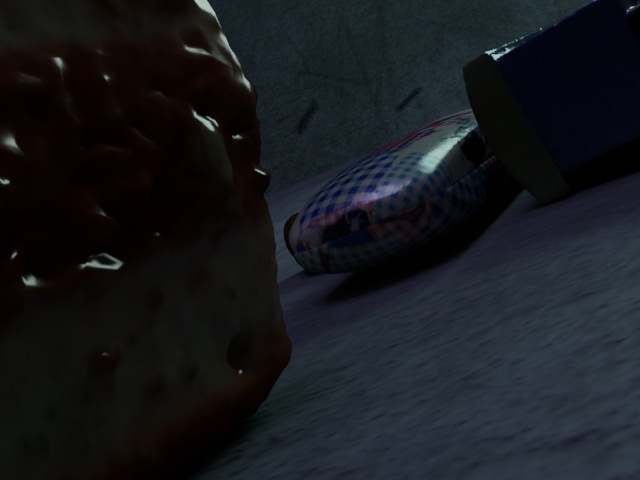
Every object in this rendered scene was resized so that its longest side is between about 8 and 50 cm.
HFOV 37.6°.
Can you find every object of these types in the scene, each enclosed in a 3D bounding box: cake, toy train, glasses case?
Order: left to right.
[{"bbox_3d":[-0.193,-0.017,0.402,0.270,0.320,0.269,-13,9,37],"label":"cake"},{"bbox_3d":[0.083,-0.048,0.729,0.125,0.076,0.327,-22,5,29],"label":"glasses case"},{"bbox_3d":[0.237,-0.148,0.686,0.202,0.131,0.299,-29,2,33],"label":"toy train"}]

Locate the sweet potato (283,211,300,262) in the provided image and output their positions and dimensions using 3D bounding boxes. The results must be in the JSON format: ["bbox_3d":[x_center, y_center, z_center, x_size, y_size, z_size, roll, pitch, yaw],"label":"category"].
[{"bbox_3d":[0.000,0.000,0.779,0.049,0.049,0.117,-25,10,-12],"label":"sweet potato"}]
